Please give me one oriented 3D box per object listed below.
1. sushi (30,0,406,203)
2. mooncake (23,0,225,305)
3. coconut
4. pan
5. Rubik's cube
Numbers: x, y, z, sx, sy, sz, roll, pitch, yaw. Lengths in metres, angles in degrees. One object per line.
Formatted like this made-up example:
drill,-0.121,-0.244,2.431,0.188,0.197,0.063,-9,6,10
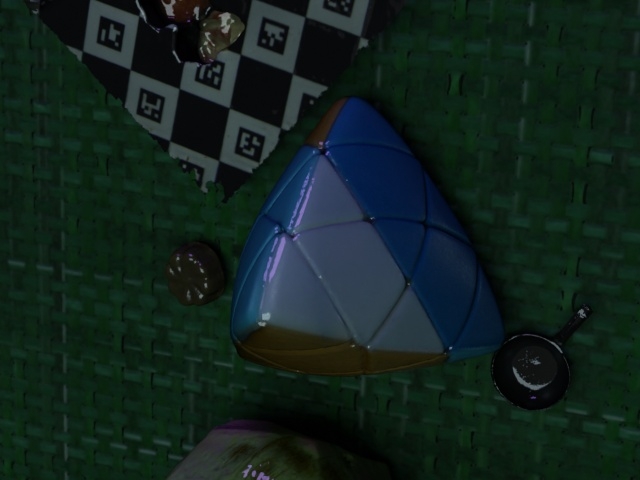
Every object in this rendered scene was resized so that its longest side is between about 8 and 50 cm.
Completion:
sushi,-0.101,-0.213,1.203,0.290,0.050,0.264,45,122,3
mooncake,-0.188,-0.094,1.250,0.347,0.057,0.150,43,123,-7
coconut,-0.030,0.262,1.234,0.235,0.236,0.205,-2,128,21
pan,0.192,0.092,1.196,0.068,0.023,0.115,41,118,6
Rubik's cube,0.000,0.000,1.140,0.254,0.254,0.254,6,107,19
